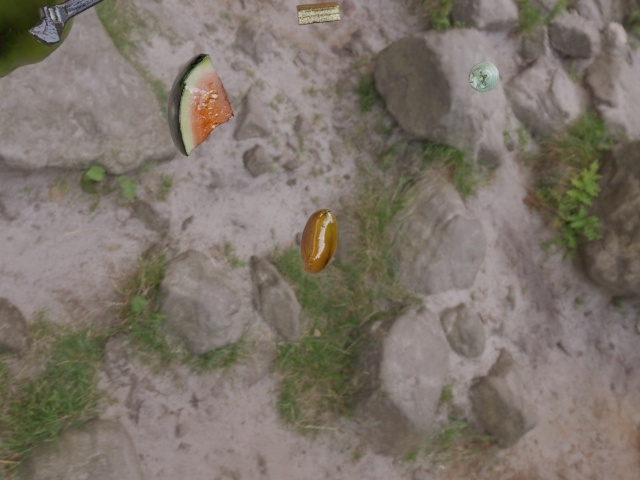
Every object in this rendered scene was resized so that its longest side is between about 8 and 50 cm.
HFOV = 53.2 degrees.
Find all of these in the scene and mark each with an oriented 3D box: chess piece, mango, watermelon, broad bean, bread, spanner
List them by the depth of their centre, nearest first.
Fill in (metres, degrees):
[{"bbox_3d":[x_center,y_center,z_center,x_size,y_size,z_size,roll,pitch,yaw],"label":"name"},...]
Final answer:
[{"bbox_3d":[-0.323,-0.320,0.867,0.046,0.012,0.208,59,38,-28],"label":"spanner"},{"bbox_3d":[-0.552,-0.415,1.114,0.238,0.291,0.119,16,19,-44],"label":"broad bean"},{"bbox_3d":[0.000,0.000,1.160,0.063,0.077,0.127,5,109,-21],"label":"mango"},{"bbox_3d":[-0.258,-0.253,1.245,0.137,0.193,0.145,42,65,1],"label":"watermelon"},{"bbox_3d":[-0.006,-0.501,1.406,0.090,0.095,0.035,-93,178,-63],"label":"bread"},{"bbox_3d":[0.355,-0.359,1.408,0.067,0.067,0.103,60,26,-4],"label":"chess piece"}]
